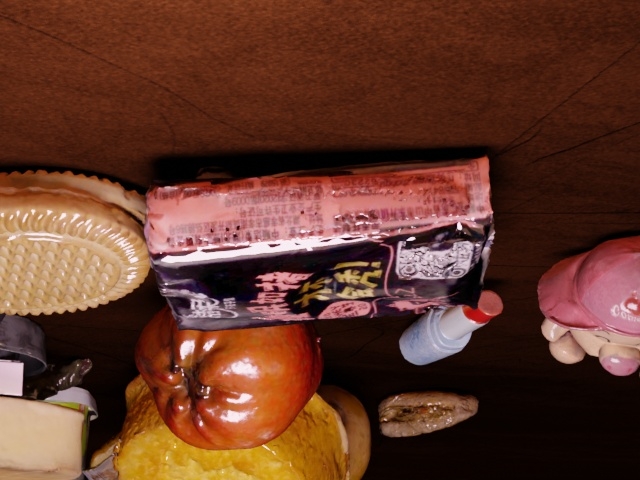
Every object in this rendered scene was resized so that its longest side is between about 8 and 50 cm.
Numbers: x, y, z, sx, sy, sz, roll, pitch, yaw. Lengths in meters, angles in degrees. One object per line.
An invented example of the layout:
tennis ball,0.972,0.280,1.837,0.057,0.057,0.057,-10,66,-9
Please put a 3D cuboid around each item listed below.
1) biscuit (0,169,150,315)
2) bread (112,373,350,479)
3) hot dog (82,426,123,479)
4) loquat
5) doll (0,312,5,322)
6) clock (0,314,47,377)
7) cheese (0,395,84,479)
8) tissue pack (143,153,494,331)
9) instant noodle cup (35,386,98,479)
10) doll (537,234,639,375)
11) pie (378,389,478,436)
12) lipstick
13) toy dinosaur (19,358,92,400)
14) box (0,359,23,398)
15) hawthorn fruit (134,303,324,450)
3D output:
biscuit,-0.284,0.005,1.348,0.259,0.079,0.259,-5,155,-2
bread,-0.139,0.358,2.089,0.398,0.215,0.398,6,122,10
hot dog,-0.297,0.339,2.317,0.270,0.082,0.162,-35,165,4
loquat,-0.026,0.359,2.314,0.244,0.244,0.244,-1,163,0
doll,-0.404,0.085,1.540,0.102,0.089,0.179,46,149,-4
clock,-0.518,0.147,1.862,0.281,0.055,0.280,-1,163,0
cheese,-0.561,0.282,1.854,0.384,0.104,0.384,-1,164,0
tissue pack,0.000,0.000,1.325,0.332,0.123,0.245,-5,157,0
instant noodle cup,-0.526,0.423,2.332,0.294,0.307,0.294,-2,163,-1
doll,0.355,0.086,1.576,0.196,0.152,0.256,-16,158,1
pie,0.190,0.308,2.417,0.193,0.079,0.163,-14,169,33
lipstick,0.175,0.111,1.777,0.061,0.068,0.274,9,162,-13
toy dinosaur,-0.447,0.233,2.097,0.187,0.087,0.179,0,162,-1
box,-0.483,0.195,1.838,0.129,0.051,0.130,7,162,-23
hawthorn fruit,-0.095,0.139,1.652,0.224,0.224,0.261,-12,-177,30
